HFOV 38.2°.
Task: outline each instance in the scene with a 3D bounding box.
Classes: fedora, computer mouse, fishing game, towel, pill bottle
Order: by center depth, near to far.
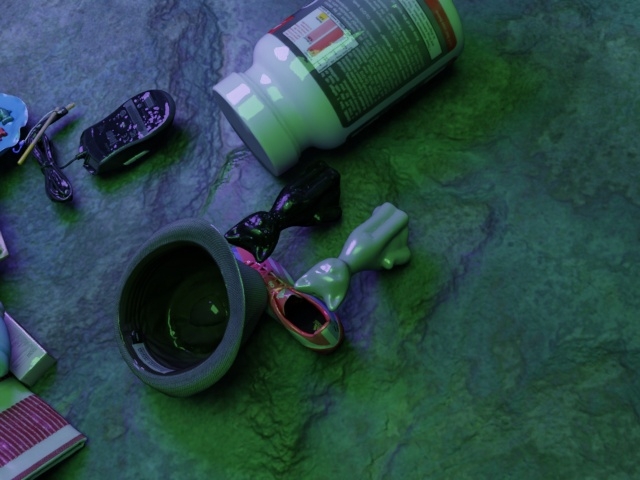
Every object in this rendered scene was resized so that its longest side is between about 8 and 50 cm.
[{"bbox_3d":[-0.171,0.097,1.333,0.275,0.124,0.243,-36,68,30],"label":"fedora"},{"bbox_3d":[-0.541,0.260,1.349,0.329,0.037,0.237,32,37,21],"label":"towel"},{"bbox_3d":[0.026,-0.273,1.444,0.363,0.210,0.210,-37,65,-7],"label":"pill bottle"},{"bbox_3d":[-0.590,-0.195,1.568,0.264,0.041,0.189,14,54,20],"label":"fishing game"},{"bbox_3d":[-0.369,-0.182,1.571,0.262,0.060,0.184,-37,59,-1],"label":"computer mouse"}]

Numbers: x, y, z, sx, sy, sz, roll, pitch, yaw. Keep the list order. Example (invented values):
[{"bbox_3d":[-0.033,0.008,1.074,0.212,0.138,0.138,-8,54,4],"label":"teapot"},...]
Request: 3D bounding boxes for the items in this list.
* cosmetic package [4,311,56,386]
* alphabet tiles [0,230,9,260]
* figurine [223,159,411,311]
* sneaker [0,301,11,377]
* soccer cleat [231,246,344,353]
[{"bbox_3d":[-0.473,0.168,1.438,0.115,0.041,0.060,39,77,23],"label":"cosmetic package"},{"bbox_3d":[-0.666,0.000,1.492,0.285,0.011,0.342,-27,61,-6],"label":"alphabet tiles"},{"bbox_3d":[0.000,0.000,1.346,0.215,0.092,0.209,33,46,22],"label":"figurine"},{"bbox_3d":[-0.617,0.172,1.295,0.366,0.135,0.150,-13,53,-27],"label":"sneaker"},{"bbox_3d":[-0.066,0.077,1.369,0.248,0.095,0.083,38,78,23],"label":"soccer cleat"}]
